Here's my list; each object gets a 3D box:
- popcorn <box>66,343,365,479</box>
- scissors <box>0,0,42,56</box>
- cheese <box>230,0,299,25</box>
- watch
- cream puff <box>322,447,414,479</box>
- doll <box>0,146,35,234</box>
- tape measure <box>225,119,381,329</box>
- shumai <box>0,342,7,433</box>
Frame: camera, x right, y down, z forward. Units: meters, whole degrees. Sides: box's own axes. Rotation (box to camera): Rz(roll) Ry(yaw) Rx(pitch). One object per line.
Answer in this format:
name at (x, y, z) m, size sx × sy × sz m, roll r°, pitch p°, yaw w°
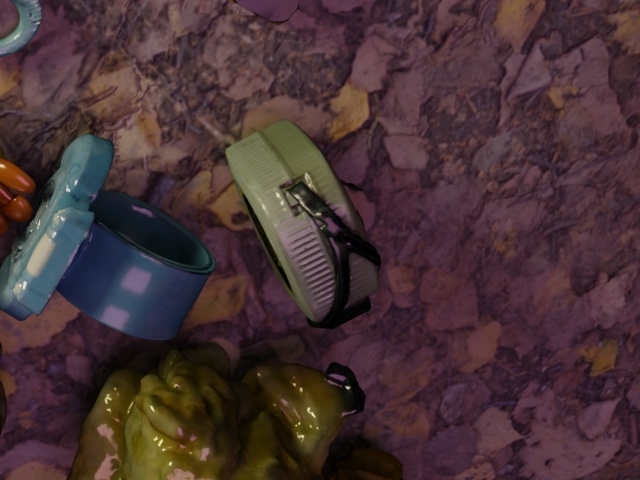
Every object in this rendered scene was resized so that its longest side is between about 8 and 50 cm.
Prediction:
popcorn at (-0.138, 0.245, 1.291) m, size 0.293 × 0.293 × 0.237 m, roll 22°, pitch 144°, yaw -29°
scissors at (-0.430, -0.241, 1.039) m, size 0.392 × 0.032 × 0.180 m, roll -8°, pitch 118°, yaw -16°
cheese at (-0.033, -0.303, 1.155) m, size 0.086 × 0.036 × 0.162 m, roll 24°, pitch 106°, yaw -27°
watch at (-0.209, 0.022, 1.169) m, size 0.193 × 0.211 × 0.211 m, roll 25°, pitch 105°, yaw -25°
cream puff at (0.060, 0.359, 1.440) m, size 0.194 × 0.221 × 0.195 m, roll 3°, pitch 112°, yaw 8°
doll at (-0.376, -0.077, 1.091) m, size 0.143 × 0.135 × 0.221 m, roll -24°, pitch 129°, yaw 35°
tape measure at (0.000, 0.000, 1.232) m, size 0.115 × 0.207 × 0.235 m, roll -28°, pitch 121°, yaw -8°
shumai at (-0.409, 0.173, 1.163) m, size 0.184 × 0.218 × 0.185 m, roll -13°, pitch 112°, yaw 37°
